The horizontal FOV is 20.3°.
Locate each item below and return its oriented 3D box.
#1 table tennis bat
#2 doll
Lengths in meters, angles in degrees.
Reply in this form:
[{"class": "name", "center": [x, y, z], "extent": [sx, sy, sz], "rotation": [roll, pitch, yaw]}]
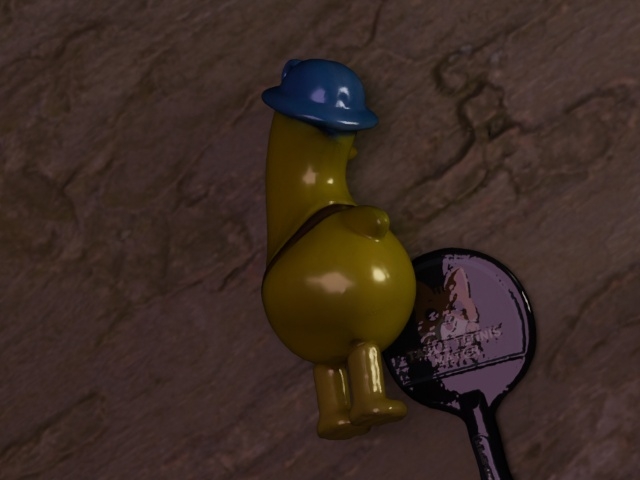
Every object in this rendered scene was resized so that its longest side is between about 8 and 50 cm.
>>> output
[{"class": "table tennis bat", "center": [0.137, 0.123, 1.675], "extent": [0.150, 0.027, 0.236], "rotation": [-17, 83, 16]}, {"class": "doll", "center": [0.000, 0.000, 1.659], "extent": [0.199, 0.145, 0.363], "rotation": [-29, 64, 48]}]
